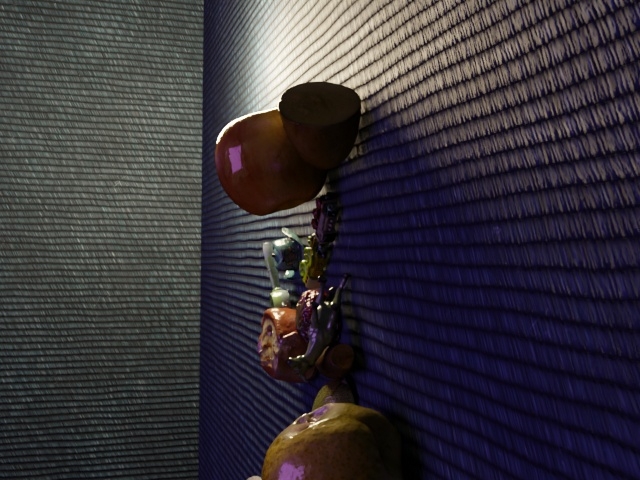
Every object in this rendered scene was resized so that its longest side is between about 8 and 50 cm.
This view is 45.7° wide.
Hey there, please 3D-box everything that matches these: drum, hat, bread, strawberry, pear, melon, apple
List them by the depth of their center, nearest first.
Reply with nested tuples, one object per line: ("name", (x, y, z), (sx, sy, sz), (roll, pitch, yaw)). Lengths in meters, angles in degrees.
("pear", (0.026, 0.415, 1.361), (0.271, 0.271, 0.271), (-179, 90, -73))
("melon", (0.024, 0.355, 1.640), (0.160, 0.079, 0.128), (-126, 39, -64))
("strawberry", (-0.011, 0.183, 1.754), (0.145, 0.086, 0.145), (-177, 90, -74))
("apple", (-0.110, -0.186, 1.796), (0.286, 0.286, 0.233), (167, 87, -72))
("bread", (-0.078, 0.263, 1.908), (0.244, 0.123, 0.190), (153, 118, -69))
("hat", (-0.095, 0.038, 2.038), (0.191, 0.078, 0.138), (-157, 64, -72))
("drum", (-0.122, 0.140, 2.124), (0.130, 0.049, 0.253), (94, 163, -54))

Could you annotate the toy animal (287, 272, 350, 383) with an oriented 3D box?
("toy animal", (-0.001, 0.179, 1.615), (0.217, 0.073, 0.176), (-65, -7, -55))

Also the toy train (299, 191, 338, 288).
("toy train", (0.000, 0.000, 1.786), (0.085, 0.053, 0.250), (-119, 34, -44))

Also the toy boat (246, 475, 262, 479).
("toy boat", (-0.162, 0.805, 2.260), (0.155, 0.085, 0.227), (95, 153, -43))

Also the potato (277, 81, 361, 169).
("potato", (0.004, -0.228, 1.616), (0.203, 0.178, 0.158), (43, 148, 49))

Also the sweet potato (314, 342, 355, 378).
("sweet potato", (0.029, 0.259, 1.647), (0.243, 0.077, 0.077), (142, 127, -75))
